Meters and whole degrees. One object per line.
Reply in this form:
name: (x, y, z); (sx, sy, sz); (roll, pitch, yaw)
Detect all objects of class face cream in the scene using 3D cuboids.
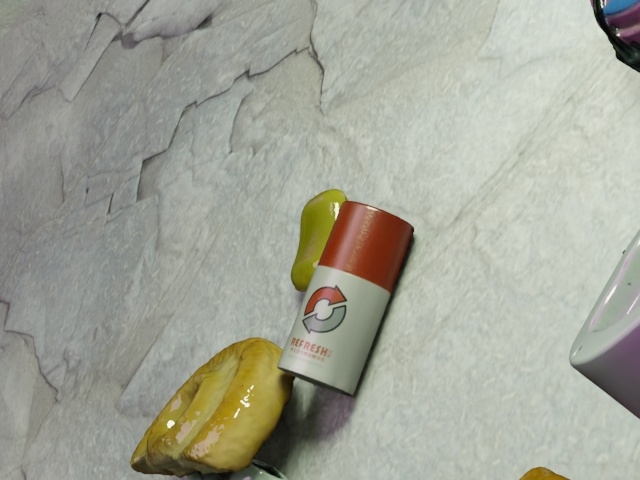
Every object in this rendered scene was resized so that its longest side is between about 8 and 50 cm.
face cream: (0.031, 0.068, 1.957); (0.096, 0.096, 0.214); (7, 74, 60)

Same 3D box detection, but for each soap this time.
soap: (0.001, 0.001, 2.112); (0.089, 0.045, 0.140); (-24, 47, 46)

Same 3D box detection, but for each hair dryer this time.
hair dryer: (-0.117, 0.313, 2.062); (0.131, 0.073, 0.236); (-62, 20, 2)

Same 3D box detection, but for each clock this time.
clock: (0.337, 0.001, 1.336); (0.338, 0.102, 0.338); (-54, -1, -2)

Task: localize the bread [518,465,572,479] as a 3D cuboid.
bread: (0.250, 0.315, 1.372); (0.185, 0.109, 0.380); (-55, 26, -9)

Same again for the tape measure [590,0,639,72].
tape measure: (0.369, -0.286, 1.634); (0.231, 0.149, 0.245); (-47, 26, 35)

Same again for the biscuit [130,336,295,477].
biscuit: (-0.129, 0.209, 2.048); (0.213, 0.091, 0.274); (-55, 13, -29)
